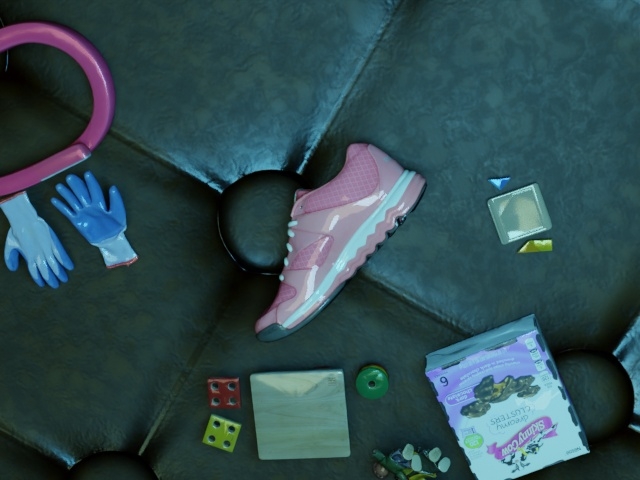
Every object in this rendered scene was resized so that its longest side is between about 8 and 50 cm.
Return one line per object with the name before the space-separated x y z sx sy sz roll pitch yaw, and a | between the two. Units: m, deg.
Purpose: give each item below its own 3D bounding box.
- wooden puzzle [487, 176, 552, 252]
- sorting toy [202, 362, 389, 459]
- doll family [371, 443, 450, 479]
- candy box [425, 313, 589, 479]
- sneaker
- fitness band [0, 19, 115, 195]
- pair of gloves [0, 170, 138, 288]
wooden puzzle | 0.269 -0.035 1.502 0.078 0.014 0.116 -14 104 5
sorting toy | -0.035 0.243 1.596 0.274 0.046 0.132 -4 106 7
doll family | 0.155 0.352 1.578 0.193 0.076 0.111 50 142 0
candy box | 0.259 0.225 1.546 0.164 0.070 0.196 -23 102 12
sneaker | 0.000 0.000 1.505 0.136 0.116 0.314 42 99 4
fitness band | -0.420 -0.178 1.519 0.290 0.054 0.209 -22 100 11
pair of gloves | -0.359 -0.011 1.553 0.198 0.023 0.159 -18 117 9
